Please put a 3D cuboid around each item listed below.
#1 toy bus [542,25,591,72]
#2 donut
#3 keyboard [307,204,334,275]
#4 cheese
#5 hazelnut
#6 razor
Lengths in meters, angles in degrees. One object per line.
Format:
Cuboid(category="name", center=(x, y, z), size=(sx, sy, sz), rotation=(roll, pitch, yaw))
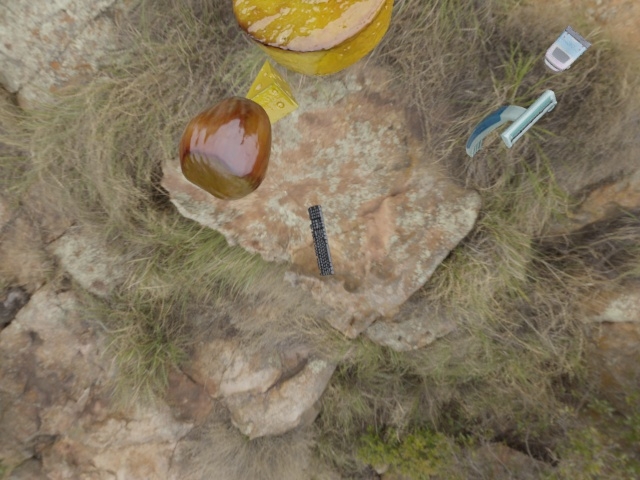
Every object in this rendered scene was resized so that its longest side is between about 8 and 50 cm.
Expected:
Cuboid(category="toy bus", center=(0.491, -0.379, 0.934), size=(0.060, 0.123, 0.075), rotation=(44, 115, 6))
Cuboid(category="donut", center=(-0.003, -0.418, 0.810), size=(0.302, 0.110, 0.303), rotation=(-6, 68, 16))
Cuboid(category="keyboard", center=(0.000, 0.000, 1.265), size=(0.018, 0.060, 0.196), rotation=(-11, 88, -33))
Cuboid(category="cheese", center=(-0.124, -0.407, 1.234), size=(0.126, 0.171, 0.093), rotation=(-24, 133, 33))
Cuboid(category="hazelnut", center=(-0.181, -0.183, 0.943), size=(0.210, 0.210, 0.186), rotation=(-26, 117, -1))
Cuboid(category="razor", center=(0.207, -0.132, 0.557), size=(0.068, 0.191, 0.037), rotation=(-43, 91, 2))
